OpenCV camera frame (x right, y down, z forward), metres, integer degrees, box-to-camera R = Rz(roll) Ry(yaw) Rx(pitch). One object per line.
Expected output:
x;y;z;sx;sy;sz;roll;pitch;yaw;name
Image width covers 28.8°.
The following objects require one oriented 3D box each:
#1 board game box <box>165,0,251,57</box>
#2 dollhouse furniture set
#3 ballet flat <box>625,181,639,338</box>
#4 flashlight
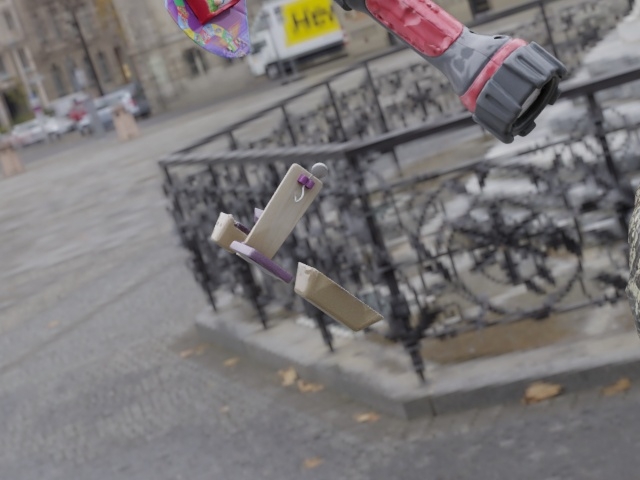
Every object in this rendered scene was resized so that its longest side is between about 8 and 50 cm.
-0.127;-0.302;1.492;0.033;0.168;0.133;-29;-34;36;board game box
0.000;0.000;0.862;0.081;0.114;0.091;-57;24;-6;dollhouse furniture set
0.376;-0.073;0.652;0.483;0.182;0.164;-24;-38;32;ballet flat
0.113;-0.229;1.314;0.103;0.304;0.103;-30;-25;-46;flashlight
